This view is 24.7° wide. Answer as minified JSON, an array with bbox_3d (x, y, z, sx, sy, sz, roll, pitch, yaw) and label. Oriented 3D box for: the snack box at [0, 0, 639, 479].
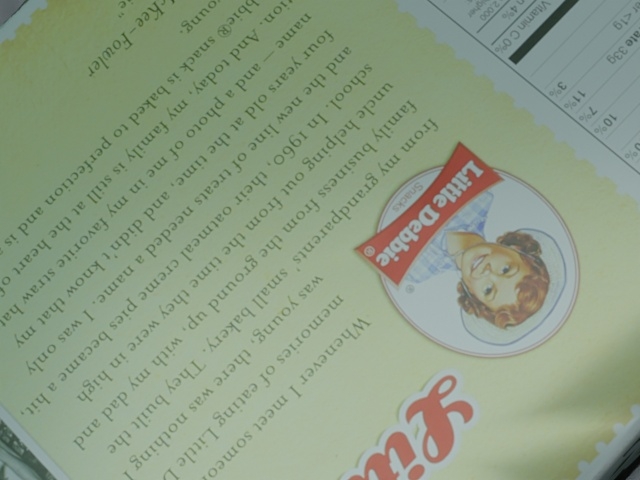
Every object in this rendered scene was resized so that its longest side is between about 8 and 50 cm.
[{"bbox_3d":[0.000,0.000,0.365,0.322,0.060,0.187,-45,71,-5],"label":"snack box"}]
